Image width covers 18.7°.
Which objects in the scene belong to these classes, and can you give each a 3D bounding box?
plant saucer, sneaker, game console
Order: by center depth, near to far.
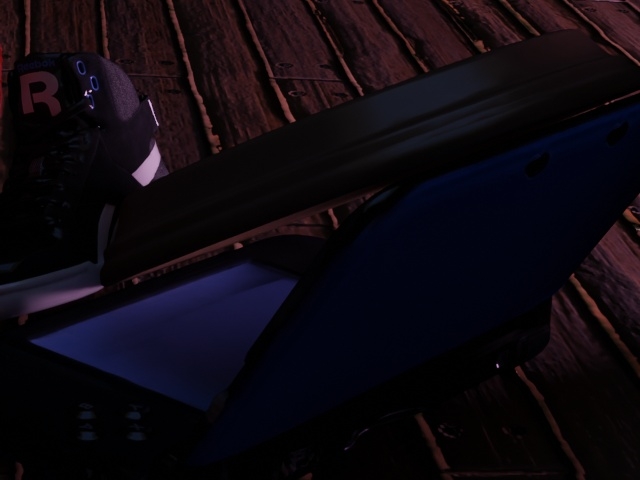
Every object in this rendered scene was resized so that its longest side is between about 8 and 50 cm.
[{"bbox_3d":[0.000,0.000,0.884,0.250,0.173,0.293,18,23,33],"label":"game console"},{"bbox_3d":[0.020,-0.042,0.936,0.278,0.041,0.278,-21,0,0],"label":"plant saucer"},{"bbox_3d":[-0.146,-0.034,1.002,0.079,0.121,0.217,-13,8,19],"label":"sneaker"}]

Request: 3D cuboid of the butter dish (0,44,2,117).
[{"bbox_3d":[-0.243,-0.054,0.975,0.118,0.160,0.160,40,10,-20],"label":"butter dish"}]
